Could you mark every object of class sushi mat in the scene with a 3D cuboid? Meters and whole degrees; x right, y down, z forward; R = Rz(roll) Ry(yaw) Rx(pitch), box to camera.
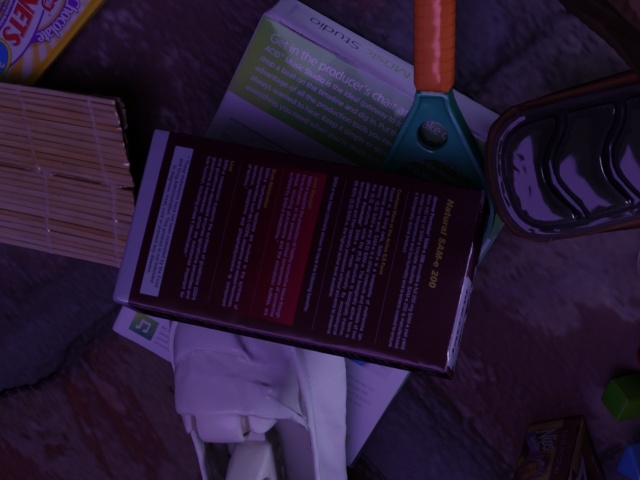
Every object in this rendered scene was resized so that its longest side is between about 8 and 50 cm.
[{"bbox_3d":[-0.281,-0.066,1.280,0.317,0.019,0.151,11,120,24],"label":"sushi mat"}]

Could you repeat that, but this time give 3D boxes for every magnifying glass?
[{"bbox_3d":[0.080,-0.085,1.125,0.092,0.026,0.231,5,115,14],"label":"magnifying glass"}]

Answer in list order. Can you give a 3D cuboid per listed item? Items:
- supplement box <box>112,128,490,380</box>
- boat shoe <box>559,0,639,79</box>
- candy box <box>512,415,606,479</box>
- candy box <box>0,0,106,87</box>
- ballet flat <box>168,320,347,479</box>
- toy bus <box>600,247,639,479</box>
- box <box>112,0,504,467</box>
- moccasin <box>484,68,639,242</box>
[{"bbox_3d":[-0.011,0.010,1.114,0.239,0.073,0.130,12,82,11],"label":"supplement box"},{"bbox_3d":[0.203,-0.184,0.973,0.110,0.121,0.341,-38,76,-1],"label":"boat shoe"},{"bbox_3d":[0.208,0.248,1.262,0.053,0.109,0.186,-13,110,22],"label":"candy box"},{"bbox_3d":[-0.233,-0.189,1.233,0.105,0.027,0.206,41,120,-7],"label":"candy box"},{"bbox_3d":[-0.049,0.154,1.222,0.139,0.139,0.400,-2,115,18],"label":"ballet flat"},{"bbox_3d":[0.313,0.114,1.164,0.104,0.191,0.202,-8,123,-27],"label":"toy bus"},{"bbox_3d":[0.000,0.000,1.238,0.232,0.058,0.322,30,122,1],"label":"box"},{"bbox_3d":[0.301,-0.072,1.063,0.380,0.147,0.139,-16,94,10],"label":"moccasin"}]
